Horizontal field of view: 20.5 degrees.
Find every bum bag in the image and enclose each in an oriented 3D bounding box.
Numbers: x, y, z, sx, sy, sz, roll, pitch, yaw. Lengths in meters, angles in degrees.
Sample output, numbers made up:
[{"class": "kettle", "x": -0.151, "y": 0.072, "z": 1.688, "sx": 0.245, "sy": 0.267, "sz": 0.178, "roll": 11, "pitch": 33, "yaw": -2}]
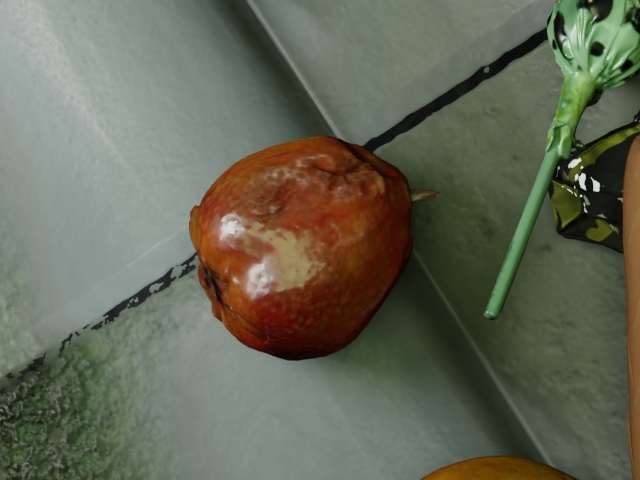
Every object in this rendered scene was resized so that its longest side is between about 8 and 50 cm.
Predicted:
[{"class": "bum bag", "x": 0.280, "y": -0.076, "z": 1.394, "sx": 0.232, "sy": 0.060, "sz": 0.107, "roll": -41, "pitch": 74, "yaw": 8}]

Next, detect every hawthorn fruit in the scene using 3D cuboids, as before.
[{"class": "hawthorn fruit", "x": -0.014, "y": 0.004, "z": 1.388, "sx": 0.173, "sy": 0.173, "sz": 0.179, "roll": 32, "pitch": 62, "yaw": 11}]

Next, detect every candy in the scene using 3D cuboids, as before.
[{"class": "candy", "x": 0.188, "y": -0.076, "z": 1.370, "sx": 0.091, "sy": 0.083, "sz": 0.305, "roll": 2, "pitch": 64, "yaw": 49}]

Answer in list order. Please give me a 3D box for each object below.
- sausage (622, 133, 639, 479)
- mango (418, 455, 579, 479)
[{"class": "sausage", "x": 0.288, "y": 0.058, "z": 1.322, "sx": 0.121, "sy": 0.121, "sz": 0.304, "roll": -2, "pitch": 96, "yaw": 8}, {"class": "mango", "x": 0.167, "y": 0.238, "z": 1.344, "sx": 0.253, "sy": 0.113, "sz": 0.138, "roll": 9, "pitch": 85, "yaw": 7}]
